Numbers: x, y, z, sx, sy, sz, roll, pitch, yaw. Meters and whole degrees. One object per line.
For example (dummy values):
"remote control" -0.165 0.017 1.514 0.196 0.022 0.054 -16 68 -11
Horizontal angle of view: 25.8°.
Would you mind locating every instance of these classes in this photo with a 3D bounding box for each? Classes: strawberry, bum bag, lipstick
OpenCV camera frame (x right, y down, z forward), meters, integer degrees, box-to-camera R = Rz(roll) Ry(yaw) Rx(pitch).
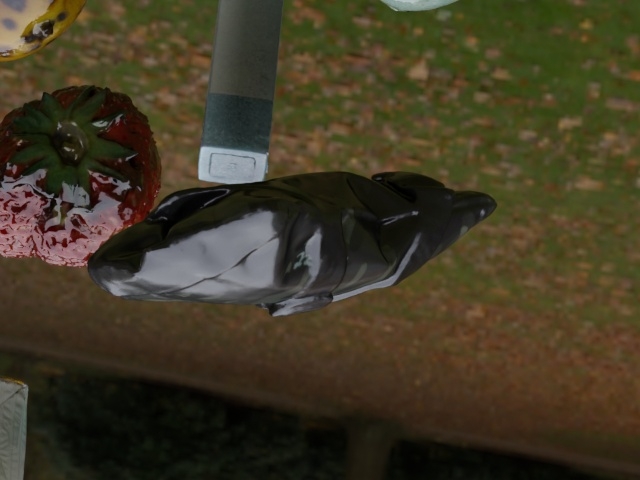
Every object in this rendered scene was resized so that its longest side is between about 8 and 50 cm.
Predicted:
"strawberry" -0.344 -0.074 1.922 0.250 0.239 0.288 18 154 5
"bum bag" 0.000 0.000 0.951 0.144 0.095 0.340 -17 172 35
"lipstick" -0.073 -0.208 1.411 0.068 0.317 0.066 6 152 -4

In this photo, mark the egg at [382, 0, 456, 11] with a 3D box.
"egg" 0.111 -0.294 1.416 0.164 0.131 0.131 4 174 -20

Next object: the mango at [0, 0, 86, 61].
"mango" -0.217 -0.172 0.858 0.178 0.115 0.090 21 -177 27

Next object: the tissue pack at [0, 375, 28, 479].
"tissue pack" -0.470 0.261 1.649 0.225 0.185 0.124 -11 161 27
